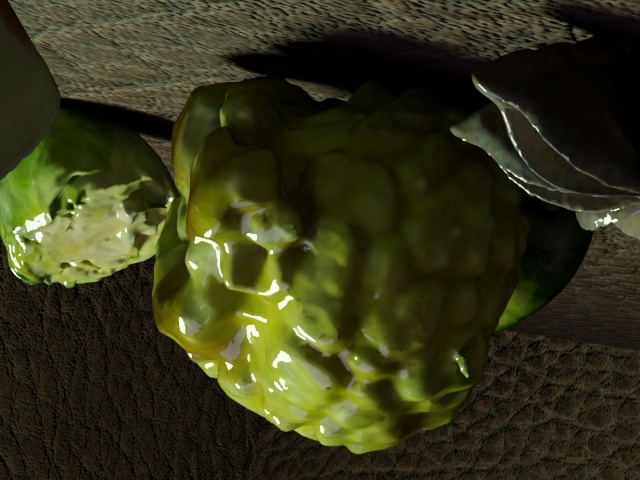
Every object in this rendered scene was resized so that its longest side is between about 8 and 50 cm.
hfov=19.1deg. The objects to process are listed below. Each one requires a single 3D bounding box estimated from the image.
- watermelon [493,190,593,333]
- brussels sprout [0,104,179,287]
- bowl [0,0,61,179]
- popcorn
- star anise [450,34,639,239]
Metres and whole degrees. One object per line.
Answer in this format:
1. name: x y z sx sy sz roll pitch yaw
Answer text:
1. watermelon: 0.085 0.007 1.334 0.204 0.127 0.232 9 -179 3
2. brussels sprout: -0.188 -0.044 1.503 0.151 0.122 0.149 -34 154 31
3. bowl: -0.261 -0.074 0.809 0.277 0.145 0.277 -14 -158 6
4. popcorn: 0.000 0.000 1.068 0.237 0.206 0.251 28 176 43
5. star anise: 0.152 -0.043 0.856 0.197 0.073 0.212 6 170 27
